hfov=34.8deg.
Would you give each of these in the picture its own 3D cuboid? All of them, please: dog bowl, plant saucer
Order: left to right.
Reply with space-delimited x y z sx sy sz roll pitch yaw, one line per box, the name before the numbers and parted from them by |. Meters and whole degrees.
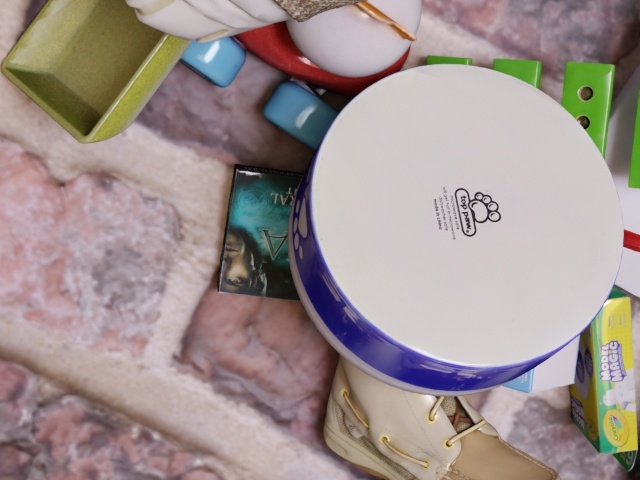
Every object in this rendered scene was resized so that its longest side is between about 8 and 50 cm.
plant saucer | -0.174 -0.182 0.885 0.188 0.188 0.045 -53 137 0
dog bowl | 0.110 -0.009 0.851 0.264 0.104 0.265 3 71 -9

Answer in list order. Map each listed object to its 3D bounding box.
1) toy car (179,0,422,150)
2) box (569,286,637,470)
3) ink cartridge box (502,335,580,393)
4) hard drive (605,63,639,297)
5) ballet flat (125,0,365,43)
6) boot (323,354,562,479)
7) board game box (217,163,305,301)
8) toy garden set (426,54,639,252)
toy car | 0.003 -0.208 0.863 0.210 0.238 0.219 33 91 -13
box | 0.281 0.134 1.029 0.043 0.105 0.179 -8 100 -1
ink cartridge box | 0.166 0.083 0.985 0.090 0.143 0.092 -2 99 -49
hard drive | 0.391 -0.092 0.957 0.233 0.047 0.353 28 118 -3
ballet flat | -0.097 -0.252 0.758 0.182 0.483 0.164 -48 137 9
boot | 0.107 0.127 0.919 0.095 0.262 0.204 -15 113 -41
board game box | 0.000 0.000 0.989 0.186 0.026 0.126 6 107 -11
toy garden set | 0.214 -0.066 0.964 0.244 0.049 0.204 9 101 26
